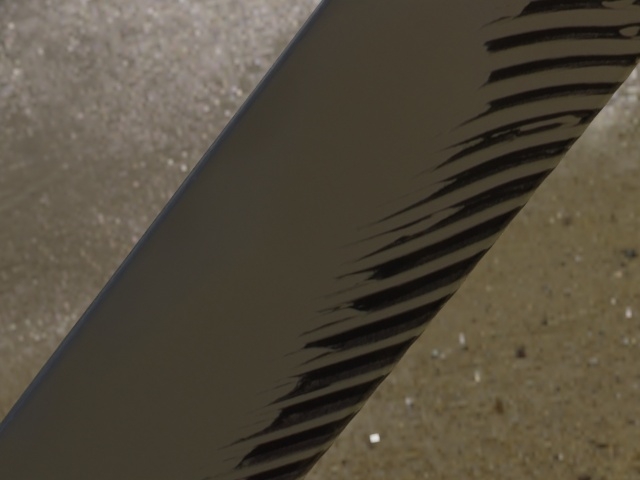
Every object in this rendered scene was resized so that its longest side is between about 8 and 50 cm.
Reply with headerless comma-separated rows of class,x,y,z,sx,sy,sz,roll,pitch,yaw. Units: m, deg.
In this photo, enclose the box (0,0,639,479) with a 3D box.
box,0.000,0.000,0.500,0.094,0.275,0.113,38,9,2
